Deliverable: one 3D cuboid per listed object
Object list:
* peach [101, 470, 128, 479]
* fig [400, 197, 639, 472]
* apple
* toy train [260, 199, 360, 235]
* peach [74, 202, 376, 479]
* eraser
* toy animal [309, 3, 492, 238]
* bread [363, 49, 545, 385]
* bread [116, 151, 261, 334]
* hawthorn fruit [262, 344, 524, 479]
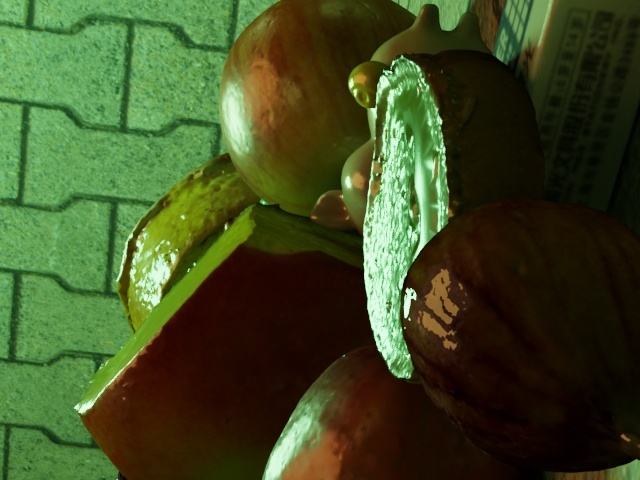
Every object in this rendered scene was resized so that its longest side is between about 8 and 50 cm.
[{"bbox_3d":[-0.074,0.320,1.696,0.339,0.353,0.417,23,104,38],"label":"peach"},{"bbox_3d":[0.137,0.071,0.743,0.149,0.148,0.202,17,-139,-62],"label":"fig"},{"bbox_3d":[0.021,-0.145,1.524,0.286,0.286,0.233,104,154,-53],"label":"apple"},{"bbox_3d":[0.000,0.000,1.648,0.115,0.154,0.270,109,167,-53],"label":"toy train"},{"bbox_3d":[-0.032,0.133,1.357,0.380,0.306,0.242,-43,18,6],"label":"peach"},{"bbox_3d":[0.162,-0.083,0.937,0.124,0.081,0.279,-94,12,-58],"label":"eraser"},{"bbox_3d":[0.097,-0.103,1.297,0.149,0.165,0.248,-83,8,-70],"label":"toy animal"},{"bbox_3d":[0.083,-0.016,0.902,0.236,0.069,0.236,-178,90,-78],"label":"bread"},{"bbox_3d":[-0.086,0.060,1.899,0.215,0.398,0.398,-125,40,-61],"label":"bread"},{"bbox_3d":[0.069,0.166,1.046,0.211,0.211,0.299,-129,56,-83],"label":"hawthorn fruit"}]
